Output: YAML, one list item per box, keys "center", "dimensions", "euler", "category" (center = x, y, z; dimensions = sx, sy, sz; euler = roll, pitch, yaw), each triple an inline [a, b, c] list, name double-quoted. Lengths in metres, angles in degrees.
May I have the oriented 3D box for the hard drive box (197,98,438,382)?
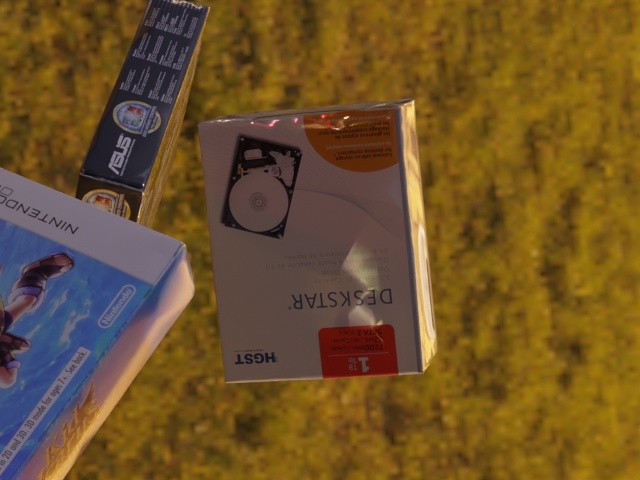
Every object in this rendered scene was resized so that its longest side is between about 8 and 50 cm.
- center: [0.000, 0.000, 1.561]
  dimensions: [0.089, 0.181, 0.232]
  euler: [-39, 123, -75]
  category: "hard drive box"

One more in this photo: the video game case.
- center: [-0.250, 0.068, 1.083]
  dimensions: [0.269, 0.244, 0.061]
  euler: [-56, 157, -32]
  category: "video game case"

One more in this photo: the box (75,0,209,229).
- center: [-0.176, -0.065, 1.647]
  dimensions: [0.270, 0.060, 0.216]
  euler: [-77, -177, -45]
  category: "box"
